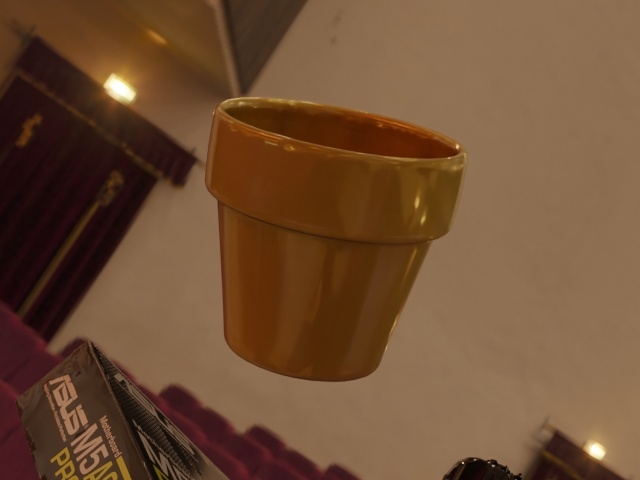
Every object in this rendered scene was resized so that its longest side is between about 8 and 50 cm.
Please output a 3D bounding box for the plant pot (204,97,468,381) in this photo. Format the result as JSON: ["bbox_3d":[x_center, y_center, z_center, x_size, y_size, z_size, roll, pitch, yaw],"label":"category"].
[{"bbox_3d":[0.000,0.000,1.139,0.254,0.239,0.254,11,16,-3],"label":"plant pot"}]

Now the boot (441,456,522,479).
[{"bbox_3d":[0.098,0.320,1.034,0.094,0.207,0.246,33,-33,19],"label":"boot"}]

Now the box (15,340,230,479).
[{"bbox_3d":[-0.048,0.205,0.644,0.270,0.060,0.216,53,-3,-33],"label":"box"}]
